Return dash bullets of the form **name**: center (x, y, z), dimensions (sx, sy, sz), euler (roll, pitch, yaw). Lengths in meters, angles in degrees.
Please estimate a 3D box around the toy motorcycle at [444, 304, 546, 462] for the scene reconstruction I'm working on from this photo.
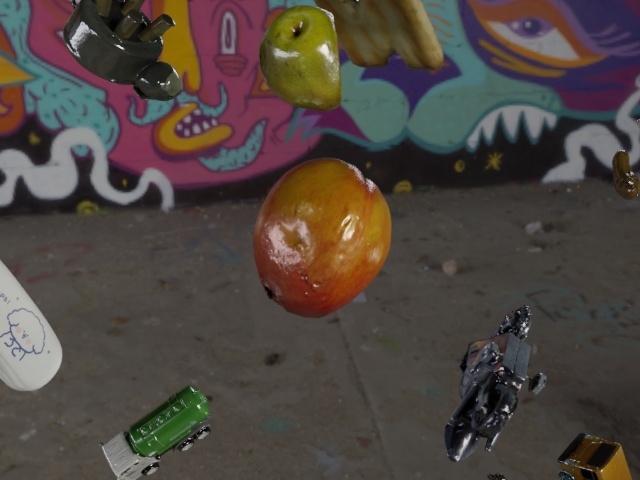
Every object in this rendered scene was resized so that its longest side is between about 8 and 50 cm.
- **toy motorcycle**: center (0.299, 0.240, 1.236), dimensions (0.108, 0.173, 0.307), euler (35, 40, 0)

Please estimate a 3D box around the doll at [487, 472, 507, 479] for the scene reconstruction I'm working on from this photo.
- **doll**: center (0.406, 0.568, 1.487), dimensions (0.057, 0.165, 0.139), euler (-19, -1, -34)

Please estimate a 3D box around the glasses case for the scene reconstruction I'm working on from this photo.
- **glasses case**: center (-0.360, 0.083, 0.789), dimensions (0.049, 0.197, 0.076), euler (-11, 29, 30)

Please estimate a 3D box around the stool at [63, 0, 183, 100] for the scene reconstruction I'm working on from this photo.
- **stool**: center (-0.326, -0.353, 1.231), dimensions (0.228, 0.139, 0.153), euler (30, 38, -27)

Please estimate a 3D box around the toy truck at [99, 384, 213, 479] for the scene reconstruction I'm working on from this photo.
- **toy truck**: center (-0.337, 0.402, 1.492), dimensions (0.242, 0.125, 0.101), euler (-36, 67, -3)

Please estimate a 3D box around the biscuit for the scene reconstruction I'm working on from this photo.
- **biscuit**: center (0.122, -0.462, 1.502), dimensions (0.237, 0.062, 0.291), euler (10, -19, 33)

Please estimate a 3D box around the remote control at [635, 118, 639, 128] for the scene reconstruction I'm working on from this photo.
- **remote control**: center (0.693, -0.168, 1.366), dimensions (0.073, 0.044, 0.229), euler (36, 16, -45)

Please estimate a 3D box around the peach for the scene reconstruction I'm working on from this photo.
- **peach**: center (0.000, 0.000, 1.241), dimensions (0.238, 0.281, 0.281), euler (30, 21, -12)

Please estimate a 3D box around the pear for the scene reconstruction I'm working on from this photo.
- **pear**: center (-0.028, -0.233, 0.923), dimensions (0.104, 0.141, 0.141), euler (-9, 24, 1)

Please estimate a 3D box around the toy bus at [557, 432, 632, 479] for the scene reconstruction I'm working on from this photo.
- **toy bus**: center (0.558, 0.494, 1.399), dimensions (0.098, 0.201, 0.114), euler (-33, 19, -32)

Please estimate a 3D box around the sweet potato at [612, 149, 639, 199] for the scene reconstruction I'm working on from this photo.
- **sweet potato**: center (0.688, -0.143, 1.603), dimensions (0.054, 0.053, 0.182), euler (28, 39, -12)
